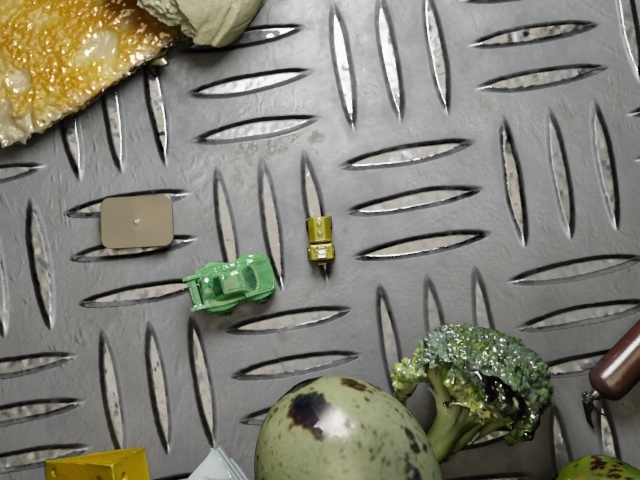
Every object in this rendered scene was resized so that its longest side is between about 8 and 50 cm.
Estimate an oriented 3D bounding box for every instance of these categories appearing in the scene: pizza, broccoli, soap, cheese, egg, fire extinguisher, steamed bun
[{"bbox_3d":[-0.419,-0.388,1.858,0.391,0.080,0.435,-6,87,0],"label":"pizza"},{"bbox_3d":[0.241,0.265,1.753,0.263,0.247,0.243,3,124,-36],"label":"broccoli"},{"bbox_3d":[-0.138,0.453,1.762,0.091,0.145,0.230,-38,86,-2],"label":"soap"},{"bbox_3d":[-0.388,0.410,1.802,0.171,0.126,0.093,-7,92,18],"label":"cheese"},{"bbox_3d":[0.053,0.392,1.694,0.287,0.287,0.379,-36,100,-2],"label":"egg"},{"bbox_3d":[0.537,0.202,1.823,0.268,0.072,0.089,-45,123,-3],"label":"fire extinguisher"},{"bbox_3d":[-0.173,-0.484,1.783,0.272,0.273,0.290,31,55,-27],"label":"steamed bun"}]

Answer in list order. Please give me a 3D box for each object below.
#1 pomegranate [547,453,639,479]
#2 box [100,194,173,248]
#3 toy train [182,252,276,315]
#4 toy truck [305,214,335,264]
[{"bbox_3d":[0.445,0.462,1.711,0.254,0.254,0.270,-45,120,-3],"label":"pomegranate"},{"bbox_3d":[-0.316,-0.031,1.854,0.126,0.031,0.091,-4,86,0],"label":"box"},{"bbox_3d":[-0.152,0.074,1.822,0.149,0.081,0.099,-16,85,-1],"label":"toy train"},{"bbox_3d":[0.000,0.000,1.841,0.049,0.054,0.083,-5,87,-1],"label":"toy truck"}]
